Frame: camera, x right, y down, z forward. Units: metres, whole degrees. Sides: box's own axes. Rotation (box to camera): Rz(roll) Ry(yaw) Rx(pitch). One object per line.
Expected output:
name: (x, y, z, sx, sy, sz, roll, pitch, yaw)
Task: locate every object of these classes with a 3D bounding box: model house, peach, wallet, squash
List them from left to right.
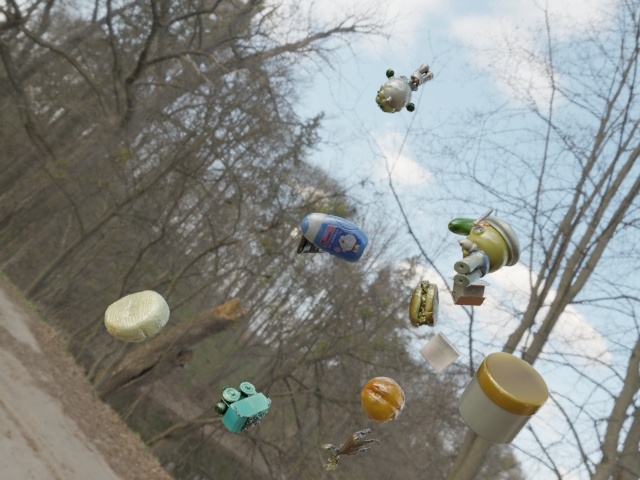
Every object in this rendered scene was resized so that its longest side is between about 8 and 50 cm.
wallet: (0.001, 0.000, 2.116, 0.025, 0.124, 0.244, 32, 20, 32)
peach: (0.188, 0.493, 1.554, 0.138, 0.138, 0.138, 34, -20, 14)
model house: (0.793, 0.278, 2.644, 0.219, 0.135, 0.207, 6, 5, -16)
squash: (0.655, -0.052, 2.130, 0.293, 0.082, 0.082, 8, -4, -29)

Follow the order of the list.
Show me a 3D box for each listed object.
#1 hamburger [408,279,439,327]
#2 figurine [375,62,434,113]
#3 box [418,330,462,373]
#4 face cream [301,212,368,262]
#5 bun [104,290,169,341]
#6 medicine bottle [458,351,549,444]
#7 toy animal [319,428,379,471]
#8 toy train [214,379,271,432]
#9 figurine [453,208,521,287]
hamburger: (0.465, 0.281, 2.225, 0.122, 0.215, 0.189, 4, 0, 24)
figurine: (0.250, -0.457, 1.502, 0.147, 0.197, 0.093, 55, -22, -11)
box: (0.516, 0.485, 2.163, 0.130, 0.129, 0.051, 48, 20, 18)
face cream: (0.050, -0.020, 1.933, 0.264, 0.149, 0.083, 25, 7, 0)
bun: (-0.528, 0.224, 1.449, 0.164, 0.188, 0.111, -109, -178, -47)
medicine bottle: (0.645, 0.559, 1.780, 0.238, 0.238, 0.232, 32, -56, 18)
toy animal: (0.099, 0.768, 1.858, 0.093, 0.186, 0.214, 63, -31, 32)
toy train: (-0.300, 0.642, 1.923, 0.163, 0.112, 0.203, 39, 24, 28)
figurine: (0.596, 0.071, 1.806, 0.205, 0.382, 0.224, 8, -53, 35)
